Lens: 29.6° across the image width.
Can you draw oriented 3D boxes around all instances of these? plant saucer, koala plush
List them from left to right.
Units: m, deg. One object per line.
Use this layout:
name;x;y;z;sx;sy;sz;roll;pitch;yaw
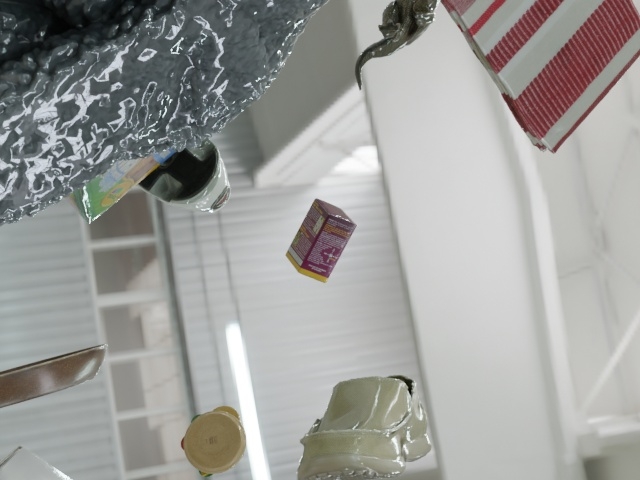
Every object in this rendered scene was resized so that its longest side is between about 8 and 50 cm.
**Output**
plant saucer;-0.262;0.124;1.041;0.168;0.168;0.029;-20;-95;66
koala plush;-0.119;-0.151;0.492;0.221;0.203;0.196;48;-34;36

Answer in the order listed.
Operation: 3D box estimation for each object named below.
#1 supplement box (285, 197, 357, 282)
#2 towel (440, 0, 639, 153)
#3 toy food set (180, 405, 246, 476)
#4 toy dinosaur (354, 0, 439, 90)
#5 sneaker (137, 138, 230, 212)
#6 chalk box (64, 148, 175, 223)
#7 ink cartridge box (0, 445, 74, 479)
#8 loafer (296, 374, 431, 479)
supplement box;0.000;0.000;1.466;0.083;0.043;0.055;-62;-153;13
towel;0.296;-0.301;1.586;0.329;0.237;0.037;49;-11;-35
toy food set;-0.133;0.252;1.516;0.020;0.082;0.083;73;-7;-67
toy dinosaur;0.147;-0.375;1.917;0.160;0.121;0.313;5;100;-83
sneaker;-0.236;-0.137;1.437;0.330;0.122;0.146;43;-3;18
chalk box;-0.219;-0.145;1.139;0.179;0.289;0.180;47;-12;2
ink cartridge box;-0.271;0.333;1.097;0.237;0.172;0.100;-58;177;22
loafer;0.040;0.179;1.166;0.268;0.102;0.092;10;70;-74
